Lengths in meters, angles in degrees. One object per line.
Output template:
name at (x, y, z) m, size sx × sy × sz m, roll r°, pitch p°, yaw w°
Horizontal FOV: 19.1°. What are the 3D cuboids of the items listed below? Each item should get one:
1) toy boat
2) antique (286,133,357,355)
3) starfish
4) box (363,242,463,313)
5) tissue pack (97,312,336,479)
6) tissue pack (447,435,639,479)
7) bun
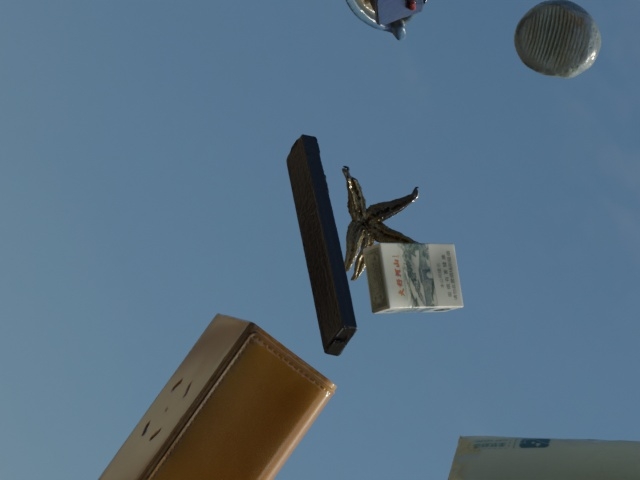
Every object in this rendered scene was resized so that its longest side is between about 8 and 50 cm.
toy boat at (0.069, -0.255, 1.819) m, size 0.223 × 0.100 × 0.097 m, roll 74°, pitch -5°, yaw -68°
antique at (0.000, 0.000, 1.367) m, size 0.031 × 0.015 × 0.192 m, roll -54°, pitch -146°, yaw 38°
starfish at (0.058, -0.031, 2.277) m, size 0.130 × 0.133 × 0.041 m, roll 61°, pitch -17°, yaw -1°
box at (0.074, 0.030, 1.503) m, size 0.024 × 0.083 × 0.054 m, roll -17°, pitch -103°, yaw 48°
tissue pack at (-0.127, 0.239, 2.243) m, size 0.145 × 0.274 × 0.194 m, roll 36°, pitch -7°, yaw -11°
tissue pack at (0.285, 0.331, 1.692) m, size 0.297 × 0.380 × 0.207 m, roll -69°, pitch 155°, yaw -55°
bun at (0.228, -0.192, 1.817) m, size 0.083 × 0.083 × 0.045 m, roll 62°, pitch 13°, yaw 10°
